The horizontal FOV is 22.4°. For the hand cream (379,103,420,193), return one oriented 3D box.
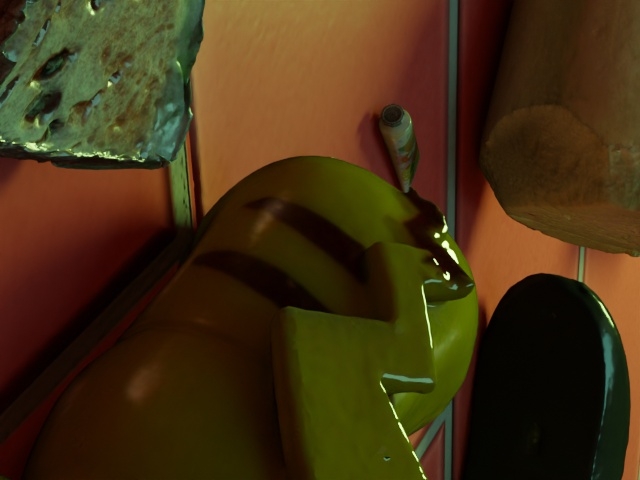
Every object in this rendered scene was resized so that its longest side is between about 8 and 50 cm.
[{"bbox_3d":[0.057,-0.064,1.110,0.102,0.022,0.035,64,38,-64],"label":"hand cream"}]

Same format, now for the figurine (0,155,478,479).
[{"bbox_3d":[-0.027,0.092,0.757,0.326,0.218,0.169,-54,172,-38],"label":"figurine"}]

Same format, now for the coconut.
[{"bbox_3d":[0.253,-0.121,1.282,0.239,0.239,0.244,35,66,-67],"label":"coconut"}]

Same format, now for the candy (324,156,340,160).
[{"bbox_3d":[0.000,0.000,0.996,0.035,0.035,0.123,-79,174,-49],"label":"candy"}]

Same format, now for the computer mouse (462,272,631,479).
[{"bbox_3d":[0.205,0.157,1.431,0.086,0.138,0.269,-12,111,-56],"label":"computer mouse"}]

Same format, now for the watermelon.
[{"bbox_3d":[-0.109,-0.090,0.634,0.139,0.071,0.187,-46,151,-42],"label":"watermelon"}]
